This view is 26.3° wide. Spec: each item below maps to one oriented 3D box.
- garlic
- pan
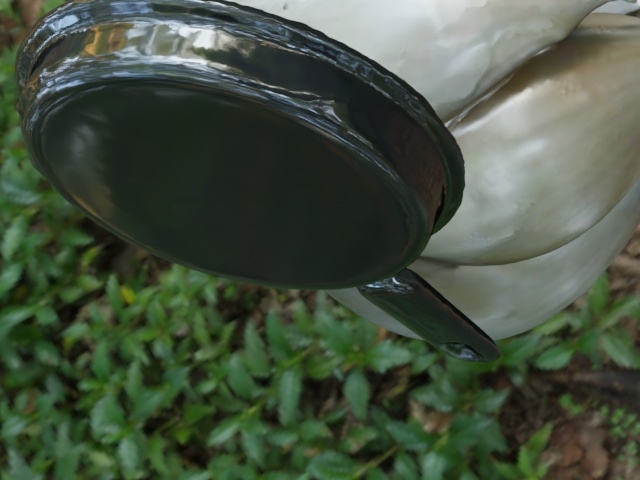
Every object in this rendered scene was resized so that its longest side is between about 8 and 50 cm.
[{"bbox_3d":[0.058,-0.069,0.646,0.292,0.210,0.237,-1,146,14],"label":"garlic"},{"bbox_3d":[0.000,0.000,0.435,0.136,0.028,0.235,-3,152,34],"label":"pan"}]
